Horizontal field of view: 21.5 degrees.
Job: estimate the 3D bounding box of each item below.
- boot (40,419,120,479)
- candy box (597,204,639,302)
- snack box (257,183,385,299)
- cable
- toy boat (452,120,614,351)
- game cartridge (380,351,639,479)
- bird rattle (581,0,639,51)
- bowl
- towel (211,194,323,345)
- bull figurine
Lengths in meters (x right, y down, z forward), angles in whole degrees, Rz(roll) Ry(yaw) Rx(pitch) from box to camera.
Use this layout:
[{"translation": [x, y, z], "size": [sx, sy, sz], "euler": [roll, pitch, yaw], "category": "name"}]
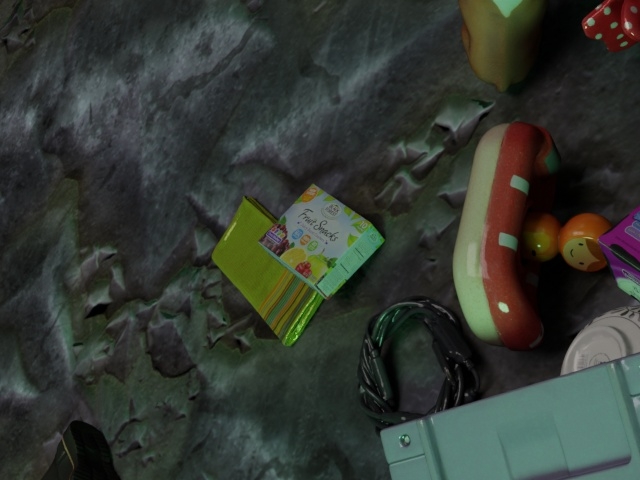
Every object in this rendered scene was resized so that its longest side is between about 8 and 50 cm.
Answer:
[{"translation": [-0.323, 0.347, 2.197], "size": [0.137, 0.077, 0.198], "euler": [-55, 25, 20], "category": "boot"}, {"translation": [0.384, -0.016, 1.472], "size": [0.233, 0.071, 0.159], "euler": [-37, 37, -8], "category": "candy box"}, {"translation": [0.000, 0.000, 2.004], "size": [0.100, 0.037, 0.141], "euler": [-45, 37, -7], "category": "snack box"}, {"translation": [0.099, 0.144, 1.828], "size": [0.150, 0.047, 0.184], "euler": [-57, 40, 19], "category": "cable"}, {"translation": [0.225, 0.000, 1.700], "size": [0.151, 0.151, 0.231], "euler": [6, 73, 21], "category": "toy boat"}, {"translation": [0.218, 0.243, 1.545], "size": [0.355, 0.068, 0.230], "euler": [-23, 74, 42], "category": "game cartridge"}, {"translation": [0.336, -0.316, 1.685], "size": [0.253, 0.207, 0.143], "euler": [-46, 22, 9], "category": "bird rattle"}, {"translation": [0.281, 0.126, 1.585], "size": [0.170, 0.080, 0.170], "euler": [-27, 50, 38], "category": "bowl"}, {"translation": [-0.066, 0.034, 2.098], "size": [0.102, 0.021, 0.237], "euler": [-57, 38, 9], "category": "towel"}, {"translation": [0.200, -0.296, 1.795], "size": [0.310, 0.101, 0.188], "euler": [96, 176, -56], "category": "bull figurine"}]
